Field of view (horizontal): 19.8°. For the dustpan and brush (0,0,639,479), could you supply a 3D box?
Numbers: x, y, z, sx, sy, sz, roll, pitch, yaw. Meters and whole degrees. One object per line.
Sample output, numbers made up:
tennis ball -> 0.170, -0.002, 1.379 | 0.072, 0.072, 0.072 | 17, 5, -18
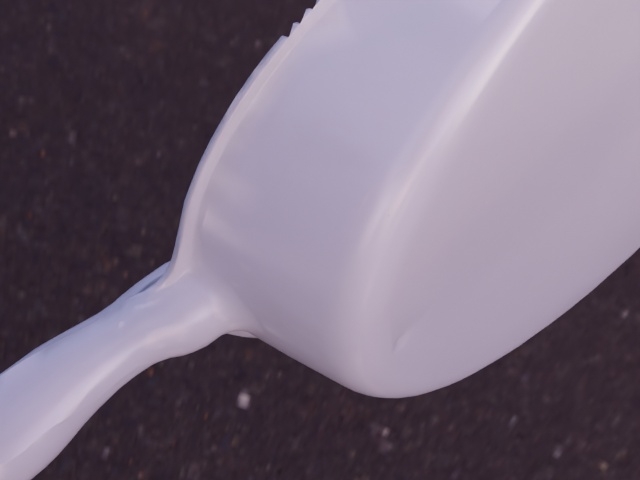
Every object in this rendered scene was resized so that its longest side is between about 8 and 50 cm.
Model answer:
dustpan and brush -> 0.000, 0.000, 0.390 | 0.060, 0.147, 0.211 | 38, 73, 27
